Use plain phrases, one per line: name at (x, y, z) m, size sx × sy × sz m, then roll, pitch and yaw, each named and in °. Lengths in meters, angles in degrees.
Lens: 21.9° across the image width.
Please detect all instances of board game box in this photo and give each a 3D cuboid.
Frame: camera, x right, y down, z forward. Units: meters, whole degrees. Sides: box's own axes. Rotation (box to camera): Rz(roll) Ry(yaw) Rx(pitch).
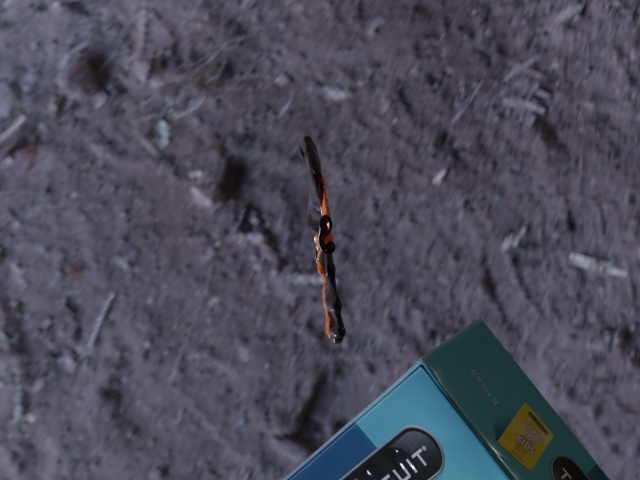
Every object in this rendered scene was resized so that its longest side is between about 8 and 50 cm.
board game box at (0.112, 0.256, 1.048) m, size 0.336 × 0.079 × 0.254 m, roll 52°, pitch 129°, yaw 8°

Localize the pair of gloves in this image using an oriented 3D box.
pair of gloves at (0.000, 0.000, 0.723) m, size 0.010 × 0.074 × 0.083 m, roll -8°, pitch 124°, yaw -2°
